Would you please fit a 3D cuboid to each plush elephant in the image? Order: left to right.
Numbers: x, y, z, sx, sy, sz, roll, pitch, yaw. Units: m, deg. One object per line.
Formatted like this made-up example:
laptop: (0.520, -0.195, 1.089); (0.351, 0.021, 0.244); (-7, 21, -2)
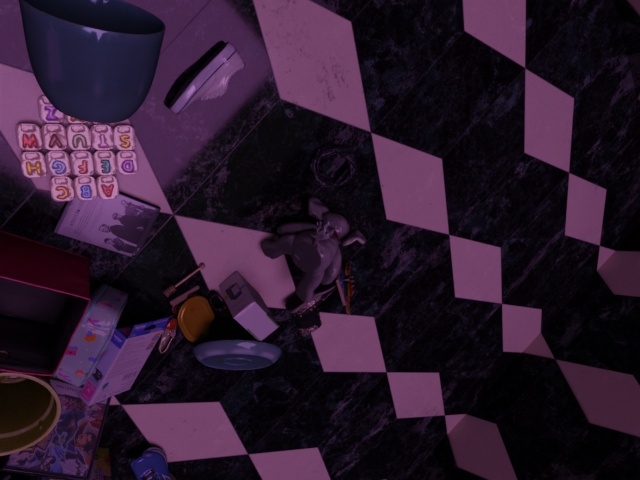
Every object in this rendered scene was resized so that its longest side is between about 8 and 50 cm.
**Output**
plush elephant: (0.000, 0.000, 1.594); (0.330, 0.272, 0.255); (-47, 175, 39)

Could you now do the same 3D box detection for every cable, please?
cable: (0.043, -0.261, 1.596); (0.184, 0.047, 0.150); (-11, 123, -26)

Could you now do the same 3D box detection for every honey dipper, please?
honey dipper: (-0.458, 0.130, 1.523); (0.161, 0.030, 0.030); (-39, 126, -12)

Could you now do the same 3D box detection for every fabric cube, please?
fabric cube: (-0.800, 0.167, 1.212); (0.254, 0.258, 0.259); (24, 101, -36)

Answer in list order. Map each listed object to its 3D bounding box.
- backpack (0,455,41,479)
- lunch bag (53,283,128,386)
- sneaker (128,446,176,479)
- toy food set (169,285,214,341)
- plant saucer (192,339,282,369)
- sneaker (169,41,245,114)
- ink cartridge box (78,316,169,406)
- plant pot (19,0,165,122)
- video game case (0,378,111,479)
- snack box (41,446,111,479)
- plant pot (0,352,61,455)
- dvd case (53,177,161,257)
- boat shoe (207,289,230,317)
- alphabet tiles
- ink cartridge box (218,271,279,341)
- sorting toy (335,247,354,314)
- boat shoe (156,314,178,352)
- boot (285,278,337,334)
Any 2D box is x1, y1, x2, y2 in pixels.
backpack: (-0.990, 0.676, 1.374); (0.263, 0.276, 0.213); (31, 119, -28)
lunch bag: (-0.689, 0.279, 1.353); (0.108, 0.224, 0.279); (29, 97, -20)
sneaker: (-0.634, 0.936, 1.748); (0.130, 0.147, 0.330); (-25, 122, -16)
toy food set: (-0.453, 0.249, 1.565); (0.128, 0.071, 0.218); (-41, 132, -35)
plant saucer: (-0.297, 0.418, 1.615); (0.317, 0.043, 0.317); (-2, 152, -1)
sneaker: (-0.315, -0.440, 1.277); (0.258, 0.094, 0.091); (-46, 122, -2)
ink cartridge box: (-0.633, 0.374, 1.468); (0.311, 0.065, 0.186); (-56, 165, 8)
plant pot: (-0.531, -0.423, 1.063); (0.293, 0.293, 0.235); (0, 129, -28)
video game case: (-0.816, 0.593, 1.422); (0.035, 0.275, 0.248); (-30, 133, 31)
snack box: (-0.835, 0.787, 1.548); (0.207, 0.174, 0.070); (29, 97, -36)
plant pot: (-0.892, 0.412, 1.284); (0.276, 0.254, 0.276); (-12, 118, -22)
dvd case: (-0.625, -0.063, 1.334); (0.239, 0.029, 0.179); (24, 101, -34)
boat shoe: (-0.362, 0.234, 1.617); (0.049, 0.042, 0.133); (-34, 126, -13)
alphabet tiles: (-0.648, -0.244, 1.216); (0.284, 0.021, 0.278); (-6, 109, -26)
ink cartridge box: (-0.251, 0.226, 1.567); (0.093, 0.212, 0.154); (-39, 127, -3)
sorting toy: (0.103, 0.170, 1.777); (0.046, 0.132, 0.274); (-8, 123, 13)
boat shoe: (-0.530, 0.326, 1.568); (0.049, 0.043, 0.137); (22, 100, -33)
boot: (-0.016, 0.257, 1.795); (0.236, 0.085, 0.178); (-31, 131, -16)
